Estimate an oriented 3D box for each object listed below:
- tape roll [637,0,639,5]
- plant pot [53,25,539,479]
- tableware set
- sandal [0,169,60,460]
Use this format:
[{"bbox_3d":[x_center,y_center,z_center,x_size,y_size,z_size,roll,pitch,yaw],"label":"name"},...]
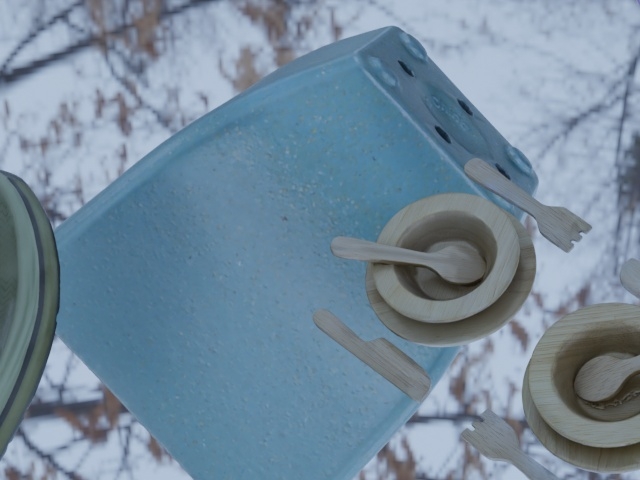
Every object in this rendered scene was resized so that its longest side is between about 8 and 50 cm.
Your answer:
[{"bbox_3d":[0.253,-0.149,0.641,0.275,0.090,0.275,-8,-110,22],"label":"tape roll"},{"bbox_3d":[0.000,0.000,1.079,0.248,0.252,0.247,47,-159,-2],"label":"plant pot"},{"bbox_3d":[0.098,0.034,0.790,0.128,0.039,0.194,-45,-125,-14],"label":"tableware set"},{"bbox_3d":[-0.212,0.090,0.809,0.120,0.086,0.303,-14,-130,48],"label":"sandal"}]
